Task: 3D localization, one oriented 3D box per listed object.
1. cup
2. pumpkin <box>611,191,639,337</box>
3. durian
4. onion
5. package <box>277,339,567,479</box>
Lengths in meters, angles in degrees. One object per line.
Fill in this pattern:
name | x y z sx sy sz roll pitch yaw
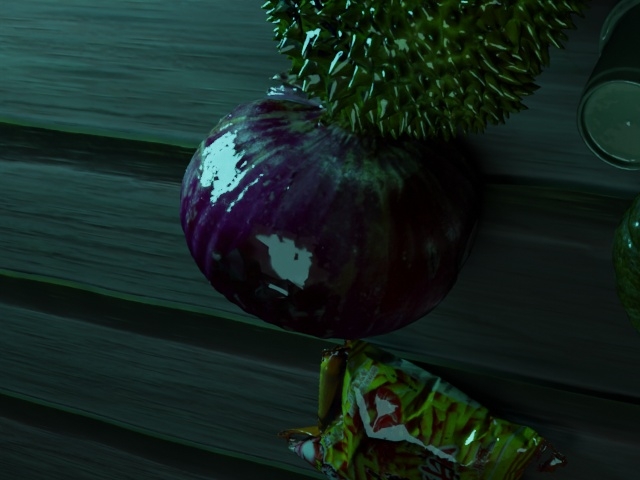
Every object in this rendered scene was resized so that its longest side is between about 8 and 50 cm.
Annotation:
cup | 0.252 -0.120 1.027 0.120 0.141 0.120 21 134 24
pumpkin | 0.345 0.042 1.086 0.219 0.162 0.219 21 132 25
durian | 0.068 -0.208 1.009 0.291 0.225 0.291 179 90 -67
onion | 0.005 -0.015 1.256 0.256 0.230 0.272 13 125 29
package | 0.107 0.224 1.485 0.288 0.108 0.223 28 134 4
